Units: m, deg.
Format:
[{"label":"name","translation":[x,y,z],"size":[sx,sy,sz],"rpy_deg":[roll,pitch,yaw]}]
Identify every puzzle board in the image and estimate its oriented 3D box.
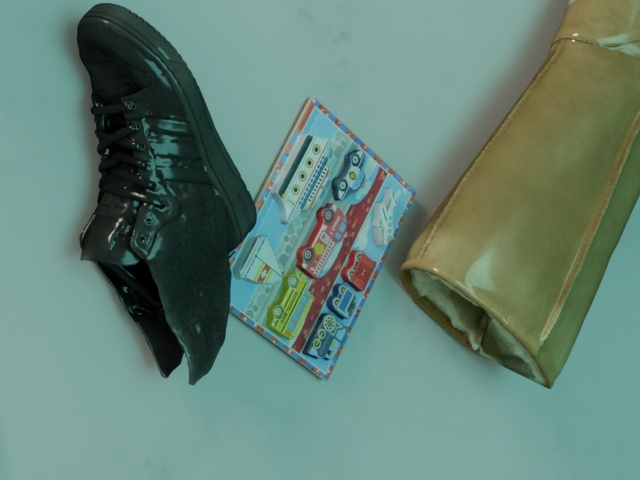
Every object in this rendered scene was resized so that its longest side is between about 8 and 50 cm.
[{"label":"puzzle board","translation":[0.000,0.000,0.737],"size":[0.096,0.011,0.128],"rpy_deg":[40,67,-35]}]

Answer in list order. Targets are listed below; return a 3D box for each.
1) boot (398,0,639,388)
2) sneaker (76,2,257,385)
[{"label":"boot","translation":[0.187,-0.024,0.855],"size":[0.236,0.089,0.269],"rpy_deg":[39,67,-24]},{"label":"sneaker","translation":[-0.084,-0.021,0.637],"size":[0.089,0.051,0.170],"rpy_deg":[-50,125,-33]}]
